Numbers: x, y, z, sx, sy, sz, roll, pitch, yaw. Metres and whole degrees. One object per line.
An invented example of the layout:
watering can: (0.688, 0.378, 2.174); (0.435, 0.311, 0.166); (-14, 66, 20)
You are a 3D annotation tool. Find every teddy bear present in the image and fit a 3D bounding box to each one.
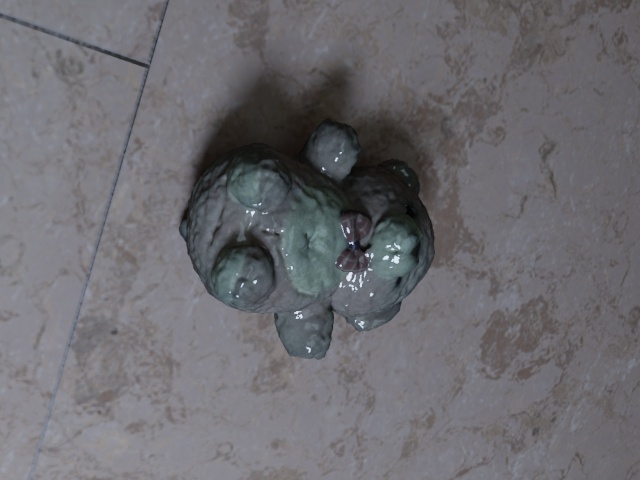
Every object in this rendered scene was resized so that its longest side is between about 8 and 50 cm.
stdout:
teddy bear: (-0.001, 0.000, 0.784); (0.267, 0.151, 0.236); (11, 91, -28)
